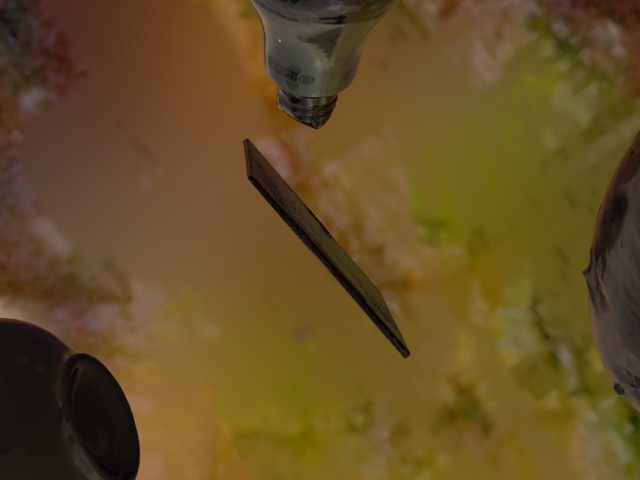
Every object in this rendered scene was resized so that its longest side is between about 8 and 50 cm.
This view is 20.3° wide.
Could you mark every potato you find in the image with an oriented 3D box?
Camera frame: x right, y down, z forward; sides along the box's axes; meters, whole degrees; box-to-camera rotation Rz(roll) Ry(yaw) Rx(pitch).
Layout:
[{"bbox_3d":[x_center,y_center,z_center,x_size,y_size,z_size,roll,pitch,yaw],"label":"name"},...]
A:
[{"bbox_3d":[0.328,-0.001,1.397,0.359,0.219,0.269,88,171,-53],"label":"potato"}]

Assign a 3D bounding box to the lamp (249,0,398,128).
[{"bbox_3d":[0.011,-0.220,1.590,0.182,0.182,0.314,-130,27,-50],"label":"lamp"}]

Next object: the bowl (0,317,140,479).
[{"bbox_3d":[-0.257,0.188,1.634,0.289,0.146,0.289,54,-157,-36],"label":"bowl"}]

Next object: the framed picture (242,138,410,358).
[{"bbox_3d":[0.000,0.000,1.927,0.244,0.013,0.324,49,-177,-9],"label":"framed picture"}]
